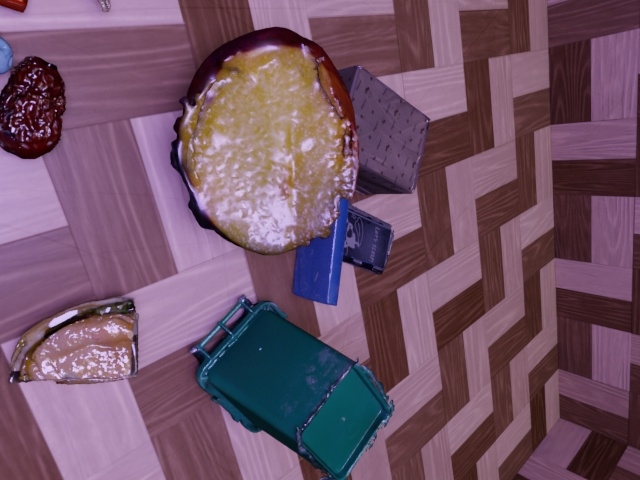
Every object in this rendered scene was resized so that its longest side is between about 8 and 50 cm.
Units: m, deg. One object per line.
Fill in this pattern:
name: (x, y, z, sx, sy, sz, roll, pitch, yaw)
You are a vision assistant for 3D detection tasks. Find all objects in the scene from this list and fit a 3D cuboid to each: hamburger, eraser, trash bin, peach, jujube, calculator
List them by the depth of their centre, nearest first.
jujube: (-0.472, -0.215, 0.713, 0.104, 0.104, 0.165, 26, 76, -39)
hamburger: (-0.444, 0.188, 0.795, 0.208, 0.135, 0.155, -4, 83, -25)
peach: (-0.094, -0.179, 0.853, 0.353, 0.340, 0.415, 89, 5, -65)
trash bin: (-0.067, 0.304, 0.938, 0.259, 0.381, 0.295, -48, 123, -25)
eraser: (0.000, 0.000, 1.102, 0.043, 0.144, 0.311, 4, 94, -42)
calculator: (0.123, -0.002, 1.282, 0.274, 0.028, 0.165, 21, 80, -41)

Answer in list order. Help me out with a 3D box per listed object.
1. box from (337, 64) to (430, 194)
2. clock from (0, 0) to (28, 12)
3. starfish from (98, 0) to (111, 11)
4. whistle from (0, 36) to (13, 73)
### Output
box: (0.111, -0.266, 1.128, 0.297, 0.191, 0.225, 20, 83, -40)
clock: (-0.532, -0.425, 0.653, 0.155, 0.061, 0.113, 2, 87, -44)
starfish: (-0.413, -0.513, 0.723, 0.231, 0.048, 0.295, 52, 49, -29)
whistle: (-0.551, -0.221, 0.618, 0.093, 0.186, 0.273, 19, 61, -1)
